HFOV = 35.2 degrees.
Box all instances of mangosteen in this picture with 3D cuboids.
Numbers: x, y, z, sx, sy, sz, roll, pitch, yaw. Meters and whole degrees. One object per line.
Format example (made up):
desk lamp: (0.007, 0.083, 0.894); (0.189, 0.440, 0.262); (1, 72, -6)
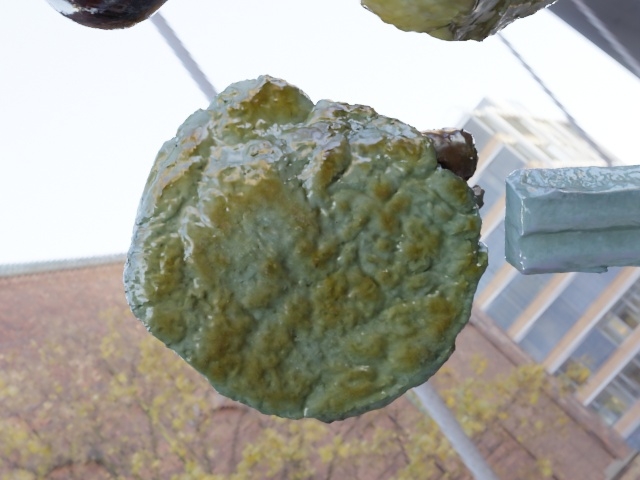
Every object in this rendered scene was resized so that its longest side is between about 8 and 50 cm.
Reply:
mangosteen: (-0.306, -0.389, 1.307); (0.261, 0.235, 0.235); (-26, -28, -54)

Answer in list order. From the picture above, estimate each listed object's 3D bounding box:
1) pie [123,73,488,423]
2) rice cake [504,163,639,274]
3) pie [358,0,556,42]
pie: (-0.005, 0.008, 0.770); (0.105, 0.275, 0.257); (157, 126, -72)
rice cake: (0.239, -0.018, 0.683); (0.040, 0.226, 0.085); (-86, -12, -45)
pie: (0.067, -0.268, 0.558); (0.083, 0.339, 0.339); (-6, 14, 44)
